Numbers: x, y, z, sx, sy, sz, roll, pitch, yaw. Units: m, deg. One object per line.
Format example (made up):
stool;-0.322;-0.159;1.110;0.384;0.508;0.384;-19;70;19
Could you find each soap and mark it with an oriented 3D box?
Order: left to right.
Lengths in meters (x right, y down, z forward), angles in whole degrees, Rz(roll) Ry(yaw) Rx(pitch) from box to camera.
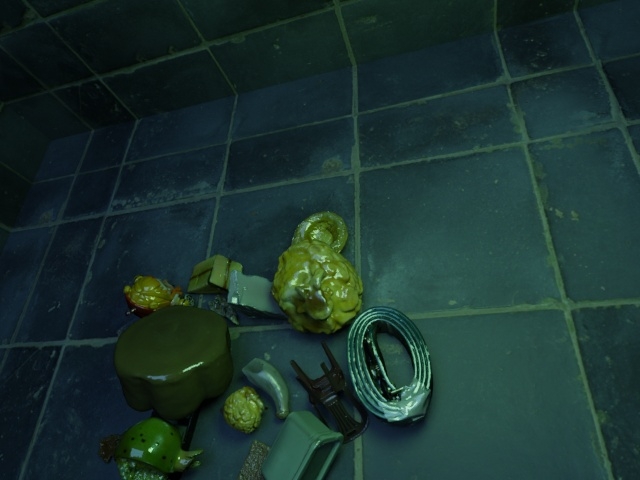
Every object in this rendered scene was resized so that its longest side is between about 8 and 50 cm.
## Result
soap;-0.228;0.243;1.862;0.302;0.258;0.159;-3;60;18

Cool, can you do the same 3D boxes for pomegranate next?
pomegranate;-0.624;0.819;1.638;0.340;0.260;0.261;11;62;-10

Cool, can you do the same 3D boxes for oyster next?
oyster;-0.455;0.320;2.021;0.199;0.061;0.106;12;66;26

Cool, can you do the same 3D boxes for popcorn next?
popcorn;-0.302;0.676;1.704;0.170;0.180;0.180;-6;53;-23
popcorn;-0.011;0.198;1.770;0.344;0.354;0.390;-49;37;39

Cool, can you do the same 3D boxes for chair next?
chair;0.037;0.591;1.653;0.175;0.183;0.327;-31;100;1

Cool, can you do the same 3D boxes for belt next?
belt;0.261;0.465;1.603;0.300;0.173;0.437;-19;57;7

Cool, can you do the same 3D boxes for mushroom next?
mushroom;-0.202;0.599;1.747;0.118;0.103;0.270;-44;62;-7

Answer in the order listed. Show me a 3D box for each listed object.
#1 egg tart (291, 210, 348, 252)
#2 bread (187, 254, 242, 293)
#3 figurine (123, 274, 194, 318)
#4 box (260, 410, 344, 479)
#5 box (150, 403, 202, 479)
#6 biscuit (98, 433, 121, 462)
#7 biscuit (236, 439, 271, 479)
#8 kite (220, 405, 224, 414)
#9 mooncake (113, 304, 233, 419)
egg tart;0.000;0.000;1.997;0.288;0.118;0.288;-8;61;14
bread;-0.531;0.191;2.136;0.264;0.163;0.168;-21;51;47
figurine;-0.775;0.272;2.002;0.320;0.323;0.196;23;87;16
box;-0.078;0.775;1.525;0.182;0.175;0.312;32;97;41
box;-0.643;0.818;1.813;0.211;0.058;0.350;1;64;19
biscuit;-0.928;0.912;1.888;0.130;0.019;0.119;-34;55;0
biscuit;-0.253;0.905;1.635;0.131;0.025;0.231;15;68;28
kite;-0.394;0.725;1.804;0.078;0.002;0.044;17;69;28
mooncake;-0.595;0.487;1.767;0.466;0.262;0.467;0;33;0
